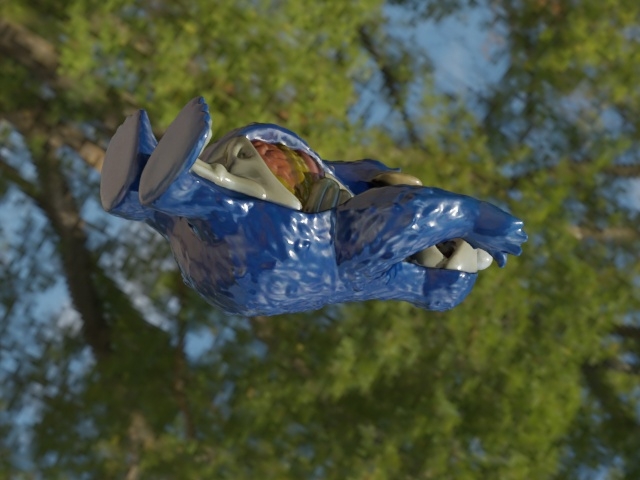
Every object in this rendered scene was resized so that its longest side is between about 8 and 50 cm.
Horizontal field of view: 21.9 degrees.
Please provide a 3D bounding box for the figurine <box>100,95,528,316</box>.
[{"bbox_3d":[-0.008,-0.002,1.027,0.164,0.262,0.120,-159,-93,-75],"label":"figurine"}]
